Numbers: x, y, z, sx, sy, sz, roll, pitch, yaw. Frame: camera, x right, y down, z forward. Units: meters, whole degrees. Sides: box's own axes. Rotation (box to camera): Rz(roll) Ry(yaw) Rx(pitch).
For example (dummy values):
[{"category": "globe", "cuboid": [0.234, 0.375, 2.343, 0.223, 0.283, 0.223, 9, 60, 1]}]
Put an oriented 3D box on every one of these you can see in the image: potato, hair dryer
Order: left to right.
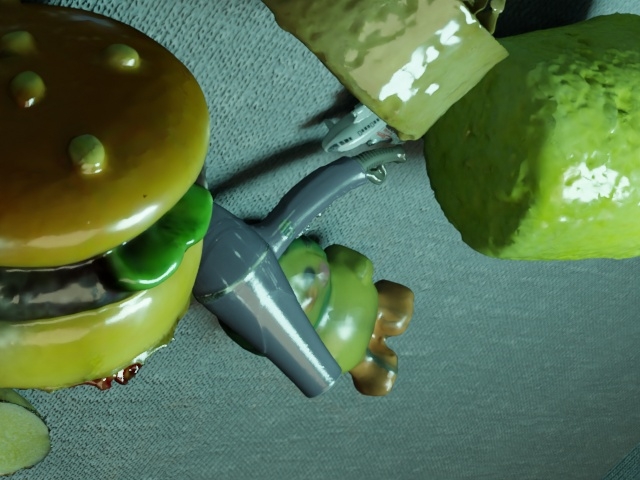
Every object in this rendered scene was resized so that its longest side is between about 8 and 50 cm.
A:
[{"category": "potato", "cuboid": [-0.473, 0.261, 1.770, 0.164, 0.081, 0.200, -22, 144, -1]}, {"category": "hair dryer", "cuboid": [0.000, 0.000, 1.651, 0.361, 0.121, 0.301, -44, 106, -17]}]

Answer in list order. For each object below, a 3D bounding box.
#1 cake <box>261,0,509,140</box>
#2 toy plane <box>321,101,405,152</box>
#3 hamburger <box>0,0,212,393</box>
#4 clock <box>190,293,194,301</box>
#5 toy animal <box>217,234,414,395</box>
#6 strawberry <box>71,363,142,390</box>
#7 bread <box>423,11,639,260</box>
[{"category": "cake", "cuboid": [0.097, -0.316, 1.266, 0.321, 0.332, 0.332, -46, 146, 10]}, {"category": "toy plane", "cuboid": [0.072, -0.172, 1.663, 0.171, 0.065, 0.162, -26, 148, -9]}, {"category": "hamburger", "cuboid": [-0.283, -0.065, 1.210, 0.396, 0.395, 0.277, -15, 137, -25]}, {"category": "clock", "cuboid": [-0.259, 0.037, 1.658, 0.232, 0.069, 0.170, 10, 128, -46]}, {"category": "toy animal", "cuboid": [-0.027, 0.099, 1.823, 0.338, 0.191, 0.216, 26, 78, -42]}, {"category": "strawberry", "cuboid": [-0.302, 0.047, 1.400, 0.265, 0.336, 0.149, -1, 112, -21]}, {"category": "bread", "cuboid": [0.331, -0.140, 1.681, 0.308, 0.348, 0.348, -3, 138, -30]}]
